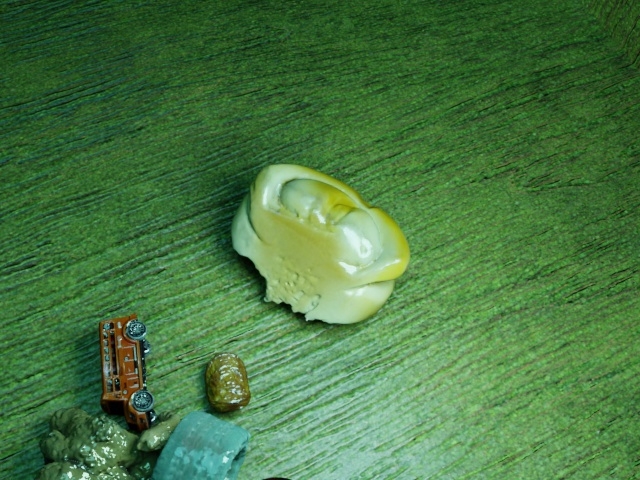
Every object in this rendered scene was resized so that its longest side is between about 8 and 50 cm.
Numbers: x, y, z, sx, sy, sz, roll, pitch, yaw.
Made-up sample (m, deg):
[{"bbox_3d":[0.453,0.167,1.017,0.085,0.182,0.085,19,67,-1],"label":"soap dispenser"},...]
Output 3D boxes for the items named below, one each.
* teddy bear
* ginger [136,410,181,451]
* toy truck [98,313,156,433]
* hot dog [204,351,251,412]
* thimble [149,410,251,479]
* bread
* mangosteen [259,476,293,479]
[{"bbox_3d":[-0.479,0.475,1.733,0.267,0.156,0.256,24,60,6],"label":"teddy bear"},{"bbox_3d":[-0.328,0.398,1.802,0.069,0.173,0.051,-16,92,9],"label":"ginger"},{"bbox_3d":[-0.423,0.295,1.876,0.114,0.107,0.253,-6,58,-10],"label":"toy truck"},{"bbox_3d":[-0.207,0.318,1.914,0.099,0.065,0.147,-10,49,-13],"label":"hot dog"},{"bbox_3d":[-0.250,0.466,1.738,0.143,0.198,0.235,22,52,8],"label":"thimble"},{"bbox_3d":[-0.008,0.004,2.025,0.424,0.245,0.329,36,61,10],"label":"bread"},{"bbox_3d":[-0.094,0.569,1.698,0.209,0.210,0.210,3,58,-5],"label":"mangosteen"}]
